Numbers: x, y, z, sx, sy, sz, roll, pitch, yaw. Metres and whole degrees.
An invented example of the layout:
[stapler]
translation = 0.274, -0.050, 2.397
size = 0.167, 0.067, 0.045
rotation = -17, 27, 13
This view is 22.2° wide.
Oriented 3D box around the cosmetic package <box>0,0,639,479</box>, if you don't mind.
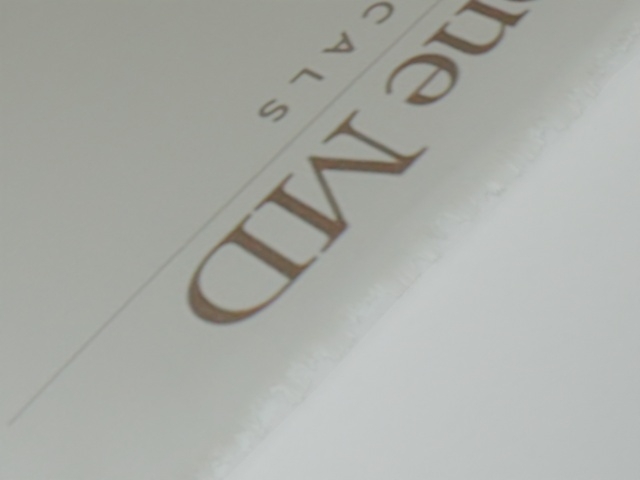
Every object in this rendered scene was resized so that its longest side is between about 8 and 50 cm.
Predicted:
[cosmetic package]
translation = 0.000, 0.000, 0.603
size = 0.394, 0.329, 0.327
rotation = 32, 160, 44
